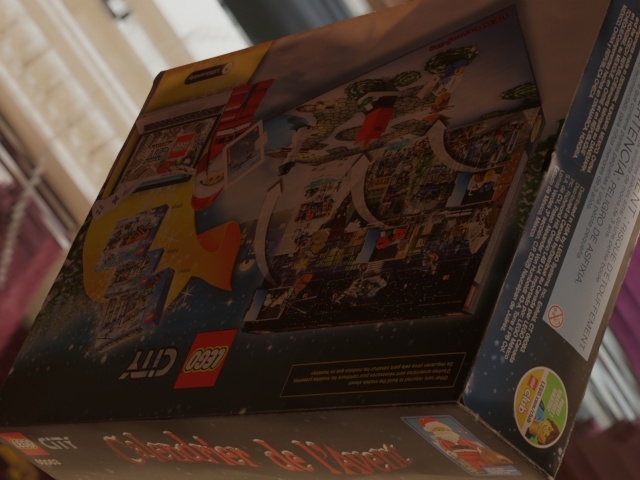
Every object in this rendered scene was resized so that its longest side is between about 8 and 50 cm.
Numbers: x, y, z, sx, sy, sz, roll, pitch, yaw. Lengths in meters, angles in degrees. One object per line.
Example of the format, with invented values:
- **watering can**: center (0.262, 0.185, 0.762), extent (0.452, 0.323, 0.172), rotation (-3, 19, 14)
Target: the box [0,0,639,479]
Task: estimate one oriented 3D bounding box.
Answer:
- **box**: center (0.000, 0.000, 0.599), extent (0.233, 0.044, 0.159), rotation (-8, -130, 48)
